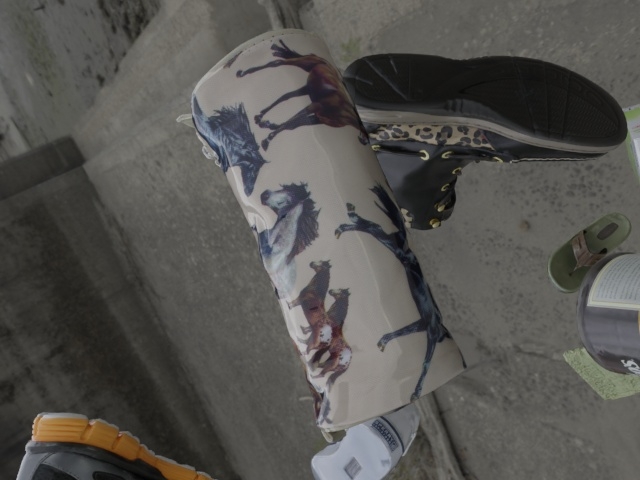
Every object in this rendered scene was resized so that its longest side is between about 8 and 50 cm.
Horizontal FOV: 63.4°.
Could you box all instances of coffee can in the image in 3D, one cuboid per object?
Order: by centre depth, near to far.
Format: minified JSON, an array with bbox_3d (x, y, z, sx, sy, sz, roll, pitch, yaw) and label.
[{"bbox_3d":[0.546,0.113,0.734,0.202,0.201,0.275,60,163,-6],"label":"coffee can"}]

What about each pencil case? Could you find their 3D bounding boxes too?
[{"bbox_3d":[0.000,0.000,0.554,0.183,0.160,0.410,-27,81,30],"label":"pencil case"}]

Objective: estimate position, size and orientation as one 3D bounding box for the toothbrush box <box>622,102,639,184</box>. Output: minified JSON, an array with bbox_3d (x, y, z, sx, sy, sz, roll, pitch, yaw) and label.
[{"bbox_3d":[0.680,-0.192,0.942,0.206,0.283,0.122,-13,108,30],"label":"toothbrush box"}]

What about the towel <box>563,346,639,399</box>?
[{"bbox_3d":[0.564,0.254,1.015,0.148,0.027,0.110,41,136,-6],"label":"towel"}]

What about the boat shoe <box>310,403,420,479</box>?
[{"bbox_3d":[0.063,0.292,0.702,0.095,0.084,0.258,51,143,16],"label":"boat shoe"}]

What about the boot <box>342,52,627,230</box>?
[{"bbox_3d":[0.214,-0.129,0.792,0.377,0.138,0.284,6,151,4],"label":"boot"}]

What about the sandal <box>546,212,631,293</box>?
[{"bbox_3d":[0.749,0.020,1.449,0.120,0.303,0.086,43,171,20],"label":"sandal"}]

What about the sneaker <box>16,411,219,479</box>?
[{"bbox_3d":[-0.150,0.213,0.410,0.084,0.083,0.215,-16,134,31],"label":"sneaker"}]
